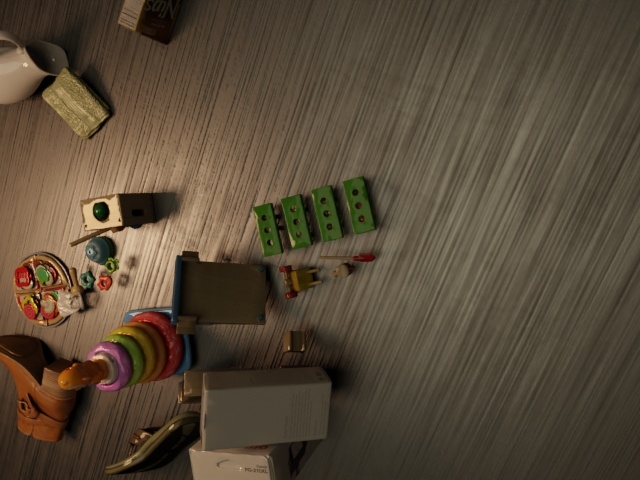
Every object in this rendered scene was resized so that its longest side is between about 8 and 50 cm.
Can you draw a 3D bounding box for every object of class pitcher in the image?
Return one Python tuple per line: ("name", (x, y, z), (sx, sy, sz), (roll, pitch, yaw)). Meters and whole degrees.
("pitcher", (-0.732, -0.408, 1.156), (0.207, 0.178, 0.126), (-16, 75, 19))

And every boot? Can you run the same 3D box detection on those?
("boot", (-0.761, 0.383, 1.298), (0.283, 0.109, 0.220), (19, 106, 9))

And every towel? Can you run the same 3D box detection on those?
("towel", (-0.577, -0.323, 1.173), (0.110, 0.027, 0.148), (-39, 98, 17))

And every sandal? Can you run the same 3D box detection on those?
("sandal", (-0.388, 0.473, 1.176), (0.302, 0.120, 0.086), (-39, 55, 17))

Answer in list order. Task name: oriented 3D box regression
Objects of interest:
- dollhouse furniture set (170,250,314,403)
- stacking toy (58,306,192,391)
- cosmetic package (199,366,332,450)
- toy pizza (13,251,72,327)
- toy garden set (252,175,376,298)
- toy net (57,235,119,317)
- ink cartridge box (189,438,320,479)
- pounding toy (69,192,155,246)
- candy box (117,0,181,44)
("dollhouse furniture set", (-0.180, 0.186, 1.080), (0.286, 0.198, 0.303), (3, 69, -19))
("stacking toy", (-0.423, 0.253, 1.049), (0.175, 0.302, 0.166), (-7, 93, 19))
("cosmetic package", (-0.101, 0.304, 0.912), (0.231, 0.085, 0.117), (3, 97, -17))
("toy pizza", (-0.729, 0.131, 1.287), (0.201, 0.032, 0.201), (2, 96, 19))
("toy garden set", (0.000, 0.000, 1.014), (0.244, 0.049, 0.204), (-14, 89, 19))
("toy net", (-0.569, 0.106, 1.225), (0.122, 0.045, 0.232), (39, 108, 10))
("ink cartridge box", (-0.121, 0.412, 0.995), (0.172, 0.237, 0.100), (-5, 94, 20))
("pounding toy", (-0.472, -0.049, 1.121), (0.130, 0.141, 0.100), (-7, 94, 20))
("candy box", (-0.343, -0.523, 1.045), (0.053, 0.109, 0.187), (30, 105, 14))
